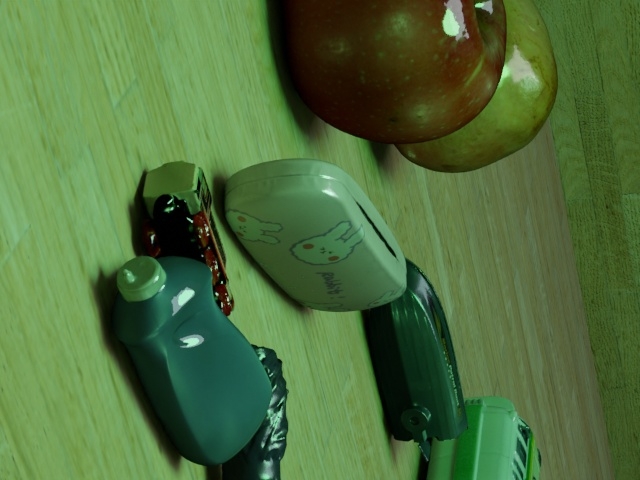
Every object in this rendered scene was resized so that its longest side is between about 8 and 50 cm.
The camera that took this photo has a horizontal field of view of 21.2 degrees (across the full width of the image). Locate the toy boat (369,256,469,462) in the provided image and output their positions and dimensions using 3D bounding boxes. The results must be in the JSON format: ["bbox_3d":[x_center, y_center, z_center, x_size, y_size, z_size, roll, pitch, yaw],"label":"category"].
[{"bbox_3d":[0.108,0.125,1.977,0.103,0.093,0.246,-56,137,-57],"label":"toy boat"}]

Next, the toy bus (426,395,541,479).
[{"bbox_3d":[0.199,0.323,2.140,0.276,0.134,0.164,-77,156,-51],"label":"toy bus"}]

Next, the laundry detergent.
[{"bbox_3d":[-0.103,0.080,1.284,0.096,0.061,0.206,-53,142,-24],"label":"laundry detergent"}]

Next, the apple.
[{"bbox_3d":[0.073,-0.231,1.772,0.260,0.216,0.260,-6,90,-73],"label":"apple"}]

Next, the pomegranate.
[{"bbox_3d":[0.162,-0.213,2.070,0.270,0.229,0.252,38,46,-61],"label":"pomegranate"}]

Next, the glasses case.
[{"bbox_3d":[0.000,0.000,1.601,0.297,0.113,0.075,49,35,-63],"label":"glasses case"}]

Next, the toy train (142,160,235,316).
[{"bbox_3d":[-0.102,0.009,1.348,0.087,0.050,0.138,-87,165,-52],"label":"toy train"}]

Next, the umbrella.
[{"bbox_3d":[-0.052,0.210,1.404,0.071,0.071,0.248,29,55,-71],"label":"umbrella"}]
